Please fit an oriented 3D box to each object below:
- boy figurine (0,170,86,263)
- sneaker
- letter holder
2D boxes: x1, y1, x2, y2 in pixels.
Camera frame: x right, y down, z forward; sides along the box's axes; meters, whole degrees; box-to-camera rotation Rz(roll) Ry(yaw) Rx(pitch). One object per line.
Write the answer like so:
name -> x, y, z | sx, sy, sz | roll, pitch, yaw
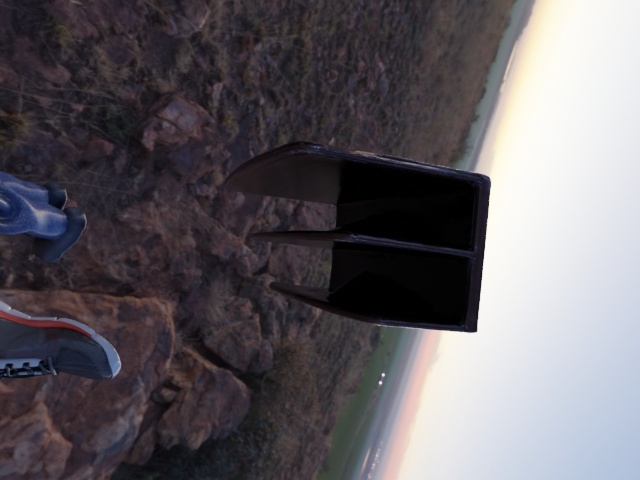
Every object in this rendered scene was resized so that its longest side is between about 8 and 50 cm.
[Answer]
boy figurine -> -0.370, -0.049, 0.390 | 0.092, 0.177, 0.285 | -50, 159, 4
sneaker -> -0.255, 0.100, 0.355 | 0.065, 0.158, 0.061 | -76, -177, -55
letter holder -> 0.000, 0.000, 0.487 | 0.302, 0.215, 0.152 | -179, -84, -66
